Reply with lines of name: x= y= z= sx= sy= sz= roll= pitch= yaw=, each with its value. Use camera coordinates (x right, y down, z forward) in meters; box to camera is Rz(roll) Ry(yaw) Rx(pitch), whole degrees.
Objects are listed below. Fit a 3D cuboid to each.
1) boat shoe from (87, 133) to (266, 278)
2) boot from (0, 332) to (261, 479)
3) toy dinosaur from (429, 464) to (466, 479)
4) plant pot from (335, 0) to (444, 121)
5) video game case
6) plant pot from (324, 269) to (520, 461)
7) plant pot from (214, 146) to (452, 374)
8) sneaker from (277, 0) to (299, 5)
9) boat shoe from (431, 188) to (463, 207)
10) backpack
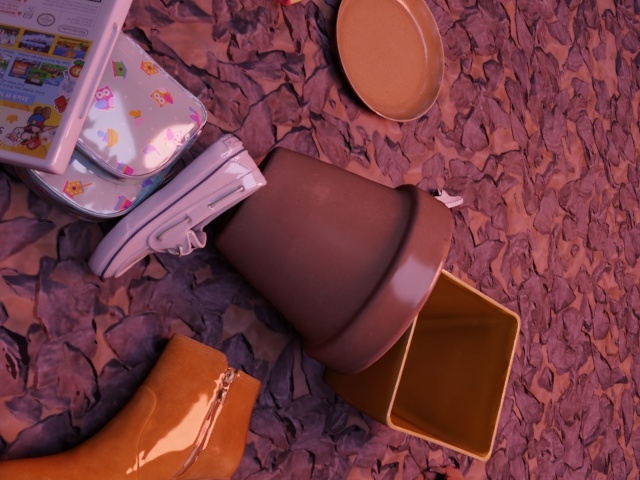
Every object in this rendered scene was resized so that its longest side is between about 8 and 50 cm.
boat shoe: x=-0.158 y=-0.018 z=0.667 sx=0.076 sy=0.226 sz=0.083 roll=50 pitch=15 yaw=-3
boot: x=-0.207 y=0.203 z=0.688 sx=0.295 sy=0.104 sz=0.211 roll=31 pitch=65 yaw=-37
toy dinosaur: x=0.233 y=0.436 z=0.893 sx=0.127 sy=0.296 sz=0.200 roll=-42 pitch=77 yaw=-12
plant pot: x=0.110 y=-0.308 z=0.983 sx=0.236 sy=0.032 sz=0.237 roll=2 pitch=87 yaw=-36
video game case: x=-0.309 y=-0.180 z=0.572 sx=0.226 sy=0.026 sz=0.207 roll=13 pitch=76 yaw=9
plant pot: x=0.132 y=0.170 z=0.880 sx=0.212 sy=0.187 sz=0.212 roll=29 pitch=71 yaw=-32
plant pot: x=0.000 y=0.000 z=0.774 sx=0.229 sy=0.263 sz=0.263 roll=34 pitch=67 yaw=-13
sneaker: x=-0.072 y=-0.415 z=0.821 sx=0.094 sy=0.081 sz=0.208 roll=-50 pitch=117 yaw=-25
boat shoe: x=0.206 y=-0.072 z=1.044 sx=0.100 sy=0.035 sz=0.035 roll=-12 pitch=98 yaw=-30
backpack: x=-0.229 y=-0.115 z=0.650 sx=0.166 sy=0.144 sz=0.188 roll=43 pitch=74 yaw=-26
